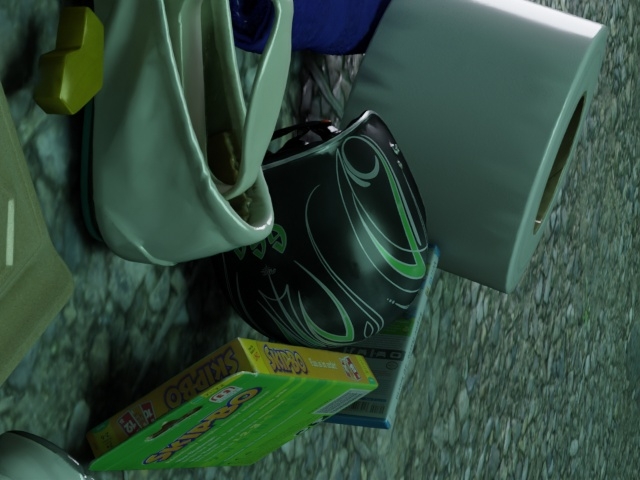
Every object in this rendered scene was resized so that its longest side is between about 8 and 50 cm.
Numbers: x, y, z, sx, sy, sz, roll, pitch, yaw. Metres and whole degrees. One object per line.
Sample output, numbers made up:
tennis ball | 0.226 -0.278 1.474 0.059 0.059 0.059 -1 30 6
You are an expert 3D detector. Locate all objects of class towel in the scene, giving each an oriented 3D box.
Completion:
towel | -0.003 -0.256 1.146 0.308 0.076 0.227 -17 117 -69

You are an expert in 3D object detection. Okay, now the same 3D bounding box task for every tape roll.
tape roll | 0.128 -0.095 1.296 0.246 0.169 0.246 21 90 -77

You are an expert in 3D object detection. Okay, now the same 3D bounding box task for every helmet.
helmet | 0.000 0.000 1.089 0.169 0.169 0.161 -45 120 -58

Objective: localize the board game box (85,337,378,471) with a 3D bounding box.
board game box | -0.057 0.116 1.033 0.039 0.124 0.259 61 14 14

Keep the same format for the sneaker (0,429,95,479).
sneaker | -0.180 0.254 0.806 0.129 0.111 0.297 -24 114 -48

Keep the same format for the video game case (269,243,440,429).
video game case | 0.021 0.071 1.211 0.015 0.119 0.166 62 39 -50

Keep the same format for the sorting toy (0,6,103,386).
sorting toy | -0.195 -0.038 0.752 0.307 0.041 0.229 -58 142 -47

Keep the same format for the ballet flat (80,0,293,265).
ballet flat | -0.078 -0.177 0.889 0.139 0.139 0.400 -37 128 -62
